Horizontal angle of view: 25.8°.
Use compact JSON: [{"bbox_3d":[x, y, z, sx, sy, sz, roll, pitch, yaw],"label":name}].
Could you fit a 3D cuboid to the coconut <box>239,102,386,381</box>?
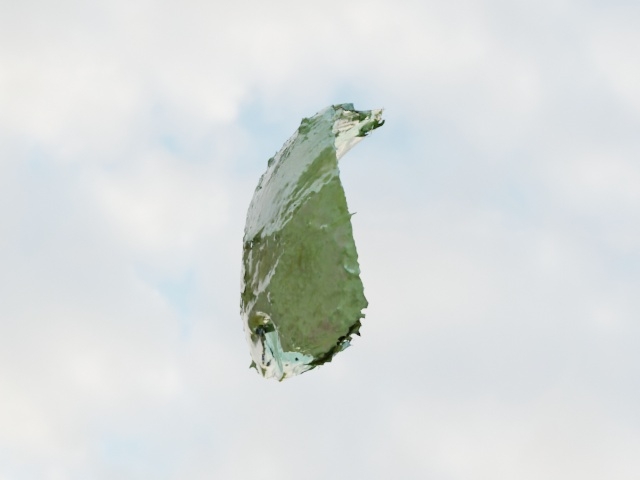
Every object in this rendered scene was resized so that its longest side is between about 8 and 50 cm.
[{"bbox_3d":[-0.005,0.002,0.589,0.055,0.133,0.158,6,-20,-1],"label":"coconut"}]
